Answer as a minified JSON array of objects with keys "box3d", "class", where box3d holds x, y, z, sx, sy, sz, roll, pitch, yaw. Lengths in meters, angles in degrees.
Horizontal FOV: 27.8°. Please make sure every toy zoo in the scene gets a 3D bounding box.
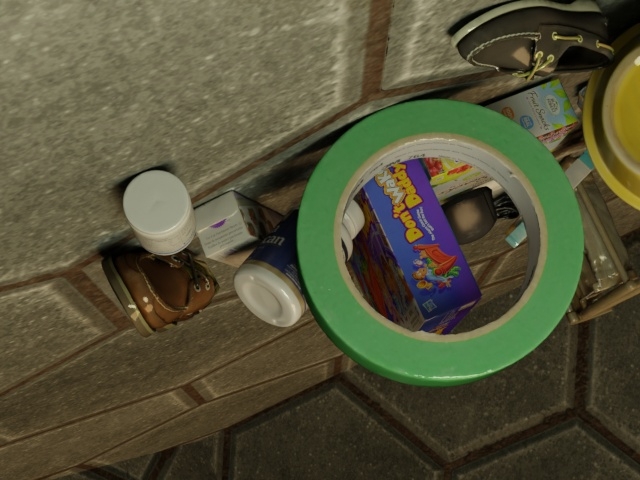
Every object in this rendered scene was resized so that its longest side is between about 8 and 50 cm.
[{"box3d":[0.385,-0.094,1.993,0.293,0.030,0.192,-43,174,-16],"class":"toy zoo"}]

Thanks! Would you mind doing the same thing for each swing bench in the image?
[{"box3d":[0.476,-0.004,2.296,0.165,0.253,0.255,-16,166,-32],"class":"swing bench"}]

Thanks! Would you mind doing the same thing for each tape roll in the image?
[{"box3d":[0.132,0.003,1.460,0.321,0.321,0.077,-22,169,-7],"class":"tape roll"}]

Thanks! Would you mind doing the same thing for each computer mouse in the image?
[{"box3d":[0.244,-0.036,1.872,0.184,0.060,0.262,-23,172,-4],"class":"computer mouse"}]

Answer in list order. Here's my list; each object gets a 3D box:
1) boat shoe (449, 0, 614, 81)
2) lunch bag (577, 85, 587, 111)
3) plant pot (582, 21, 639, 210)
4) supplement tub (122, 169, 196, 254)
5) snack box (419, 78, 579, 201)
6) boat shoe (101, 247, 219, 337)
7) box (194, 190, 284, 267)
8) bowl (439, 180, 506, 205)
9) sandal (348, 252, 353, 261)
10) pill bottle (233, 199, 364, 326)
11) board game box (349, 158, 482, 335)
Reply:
[{"box3d":[0.228,-0.204,1.340,0.228,0.068,0.081,-14,165,-41],"class":"boat shoe"},{"box3d":[0.395,-0.198,1.752,0.083,0.053,0.071,-33,170,2],"class":"lunch bag"},{"box3d":[0.417,-0.144,1.466,0.254,0.254,0.239,-27,174,18],"class":"plant pot"},{"box3d":[-0.168,-0.028,1.359,0.071,0.071,0.107,-22,168,-6],"class":"supplement tub"},{"box3d":[0.212,-0.122,1.687,0.207,0.070,0.174,-20,170,-9],"class":"snack box"},{"box3d":[-0.193,0.050,1.618,0.104,0.110,0.307,-27,179,0],"class":"boat shoe"},{"box3d":[-0.084,-0.002,1.668,0.067,0.063,0.324,-24,169,10],"class":"box"},{"box3d":[0.235,-0.082,1.967,0.142,0.053,0.142,-22,167,-12],"class":"bowl"},{"box3d":[0.000,0.001,1.761,0.054,0.097,0.254,-22,169,-6],"class":"sandal"},{"box3d":[-0.021,0.015,1.552,0.169,0.094,0.094,-49,-176,-32],"class":"pill bottle"},{"box3d":[0.101,0.016,1.684,0.078,0.233,0.347,-22,168,-8],"class":"board game box"}]
